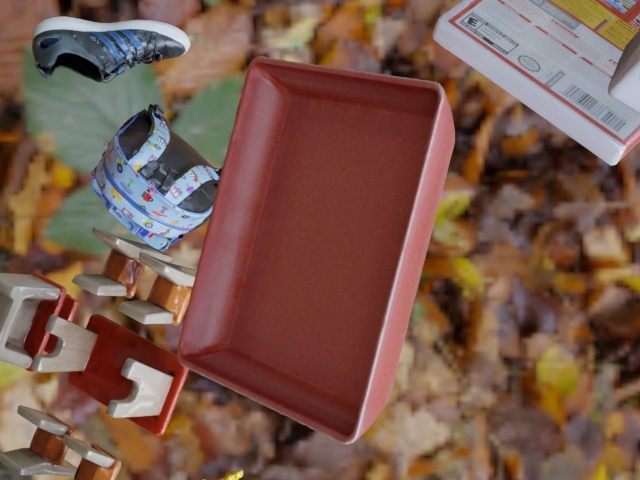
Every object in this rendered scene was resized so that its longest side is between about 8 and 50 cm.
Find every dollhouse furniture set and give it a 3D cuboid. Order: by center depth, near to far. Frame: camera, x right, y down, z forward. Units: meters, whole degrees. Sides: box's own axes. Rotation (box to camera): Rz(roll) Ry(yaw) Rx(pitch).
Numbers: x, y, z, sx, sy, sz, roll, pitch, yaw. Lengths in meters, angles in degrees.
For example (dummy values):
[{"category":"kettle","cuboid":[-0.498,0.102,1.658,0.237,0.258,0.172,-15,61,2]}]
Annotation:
[{"category":"dollhouse furniture set","cuboid":[-0.240,0.119,1.694,0.135,0.259,0.262,18,96,-53]}]

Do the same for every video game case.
[{"category":"video game case","cuboid":[0.261,-0.198,1.489,0.285,0.204,0.025,-40,160,-39]}]

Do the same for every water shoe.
[{"category":"water shoe","cuboid":[-0.269,-0.236,2.070,0.073,0.203,0.080,118,-30,-64]}]

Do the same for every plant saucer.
[{"category":"plant saucer","cuboid":[0.000,0.000,1.215,0.048,0.259,0.258,13,92,-34]}]

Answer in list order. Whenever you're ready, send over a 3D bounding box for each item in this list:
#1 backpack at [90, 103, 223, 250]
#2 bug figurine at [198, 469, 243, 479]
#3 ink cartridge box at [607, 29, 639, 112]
[{"category":"backpack","cuboid":[-0.202,-0.065,1.934,0.158,0.117,0.173,43,19,-6]},{"category":"bug figurine","cuboid":[-0.199,0.324,1.761,0.216,0.279,0.072,-21,90,-42]},{"category":"ink cartridge box","cuboid":[0.423,-0.126,1.120,0.324,0.330,0.071,30,54,-7]}]
